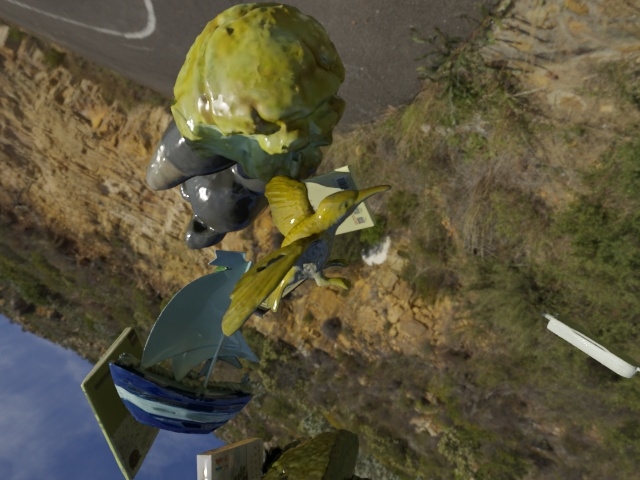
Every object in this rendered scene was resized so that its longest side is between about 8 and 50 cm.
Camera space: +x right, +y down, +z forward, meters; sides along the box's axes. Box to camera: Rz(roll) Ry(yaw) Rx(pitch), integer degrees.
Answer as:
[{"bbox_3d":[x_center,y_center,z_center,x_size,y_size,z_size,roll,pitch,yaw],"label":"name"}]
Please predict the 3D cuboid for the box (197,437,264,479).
[{"bbox_3d":[-0.271,0.712,1.278,0.066,0.150,0.233,-18,161,29],"label":"box"}]

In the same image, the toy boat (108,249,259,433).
[{"bbox_3d":[-0.170,0.170,0.654,0.210,0.292,0.070,46,166,-17],"label":"toy boat"}]

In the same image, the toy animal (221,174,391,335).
[{"bbox_3d":[0.000,0.000,0.397,0.219,0.155,0.095,-97,-13,-55],"label":"toy animal"}]

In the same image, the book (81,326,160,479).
[{"bbox_3d":[-0.535,0.457,1.165,0.034,0.353,0.239,-5,-156,7],"label":"book"}]

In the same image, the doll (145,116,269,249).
[{"bbox_3d":[-0.227,-0.165,0.912,0.378,0.382,0.253,29,-145,-54],"label":"doll"}]

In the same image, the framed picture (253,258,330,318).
[{"bbox_3d":[-0.102,0.086,0.899,0.199,0.195,0.010,7,127,52],"label":"framed picture"}]

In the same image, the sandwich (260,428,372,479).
[{"bbox_3d":[0.024,0.341,0.318,0.161,0.302,0.250,-4,-164,18],"label":"sandwich"}]

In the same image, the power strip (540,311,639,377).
[{"bbox_3d":[0.513,0.195,0.798,0.047,0.030,0.191,0,-153,-38],"label":"power strip"}]

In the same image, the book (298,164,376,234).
[{"bbox_3d":[0.003,-0.040,0.490,0.110,0.014,0.077,-12,117,32],"label":"book"}]

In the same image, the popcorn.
[{"bbox_3d":[-0.074,-0.180,0.503,0.221,0.204,0.183,18,164,43],"label":"popcorn"}]

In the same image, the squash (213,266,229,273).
[{"bbox_3d":[-0.300,0.136,1.238,0.068,0.219,0.078,-8,-115,-32],"label":"squash"}]
